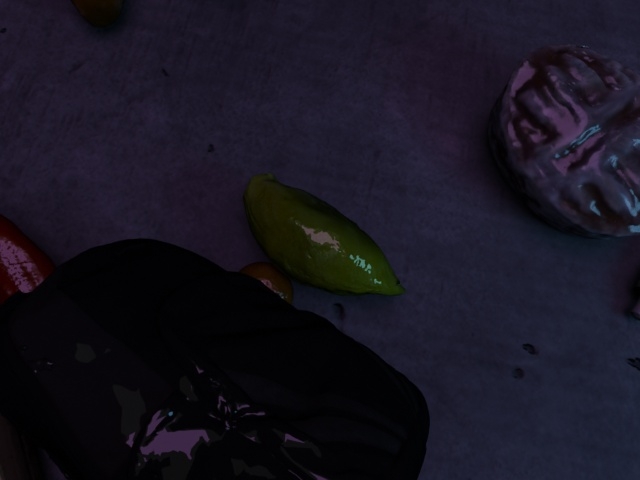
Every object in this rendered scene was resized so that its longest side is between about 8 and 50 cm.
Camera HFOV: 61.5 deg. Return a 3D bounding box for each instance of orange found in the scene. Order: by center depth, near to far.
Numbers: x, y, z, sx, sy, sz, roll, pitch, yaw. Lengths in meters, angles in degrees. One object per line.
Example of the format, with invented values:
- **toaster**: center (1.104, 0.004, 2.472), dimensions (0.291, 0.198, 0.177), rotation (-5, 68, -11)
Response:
- **orange**: center (-0.076, 0.067, 0.709), dimensions (0.085, 0.085, 0.085), rotation (1, 73, -4)

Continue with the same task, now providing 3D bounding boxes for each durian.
- **durian**: center (0.000, 0.000, 0.706), dimensions (0.250, 0.139, 0.101), rotation (34, 115, 15)

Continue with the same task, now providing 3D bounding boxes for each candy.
- **candy**: center (0.371, -0.135, 0.767), dimensions (0.214, 0.157, 0.289), rotation (-37, 85, 0)

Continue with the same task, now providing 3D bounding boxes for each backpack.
- **backpack**: center (-0.126, 0.162, 0.550), dimensions (0.446, 0.363, 0.255), rotation (35, 104, 13)

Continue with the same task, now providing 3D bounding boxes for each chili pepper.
- **chili pepper**: center (-0.385, 0.062, 0.661), dimensions (0.368, 0.092, 0.137), rotation (50, 34, 5)

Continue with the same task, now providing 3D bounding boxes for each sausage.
- **sausage**: center (-0.365, -0.457, 0.841), dimensions (0.109, 0.109, 0.270), rotation (-15, 74, -9)

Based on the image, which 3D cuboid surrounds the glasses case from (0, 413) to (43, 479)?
- **glasses case**: center (-0.370, 0.355, 0.585), dimensions (0.156, 0.098, 0.425), rotation (-23, 76, -3)

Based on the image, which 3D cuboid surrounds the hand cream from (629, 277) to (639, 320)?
- **hand cream**: center (0.529, 0.020, 0.789), dimensions (0.084, 0.050, 0.257), rotation (44, 72, 12)
